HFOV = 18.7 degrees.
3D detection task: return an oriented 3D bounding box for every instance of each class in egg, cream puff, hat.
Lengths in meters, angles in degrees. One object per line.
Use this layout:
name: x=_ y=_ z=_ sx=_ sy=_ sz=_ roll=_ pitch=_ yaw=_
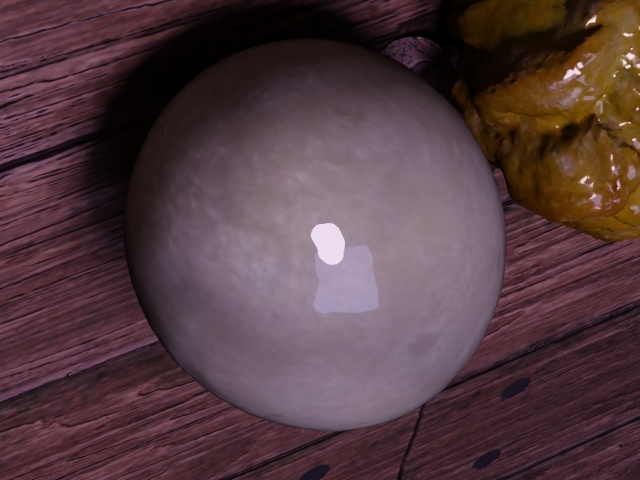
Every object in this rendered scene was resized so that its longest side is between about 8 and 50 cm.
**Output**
egg: x=0.000 y=0.000 z=1.334 sx=0.258 sy=0.258 sz=0.352 roll=-31 pitch=153 yaw=-4
cream puff: x=0.193 y=-0.117 z=1.392 sx=0.196 sy=0.244 sz=0.244 roll=-33 pitch=153 yaw=-13
hat: x=0.076 y=-0.123 z=1.455 sx=0.058 sy=0.042 sz=0.087 roll=-40 pitch=118 yaw=15
